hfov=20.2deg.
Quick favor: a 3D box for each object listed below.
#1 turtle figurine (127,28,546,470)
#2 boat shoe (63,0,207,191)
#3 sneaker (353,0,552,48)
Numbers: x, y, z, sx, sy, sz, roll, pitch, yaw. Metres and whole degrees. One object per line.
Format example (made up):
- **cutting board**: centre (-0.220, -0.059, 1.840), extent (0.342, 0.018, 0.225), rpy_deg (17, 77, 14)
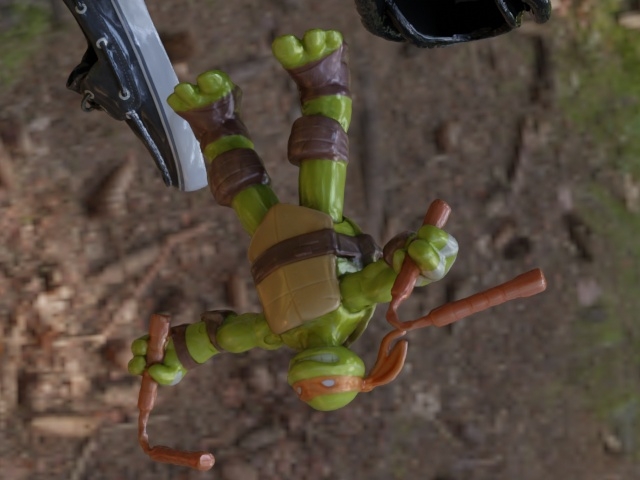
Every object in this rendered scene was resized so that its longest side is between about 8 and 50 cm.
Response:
- **turtle figurine**: centre (0.000, 0.000, 0.970), extent (0.087, 0.269, 0.217), rpy_deg (14, 58, -49)
- **boat shoe**: centre (-0.151, -0.131, 1.297), extent (0.076, 0.080, 0.228), rpy_deg (-23, 114, -5)
- **sneaker**: centre (0.065, -0.259, 1.117), extent (0.447, 0.169, 0.257), rpy_deg (-50, 131, -65)
